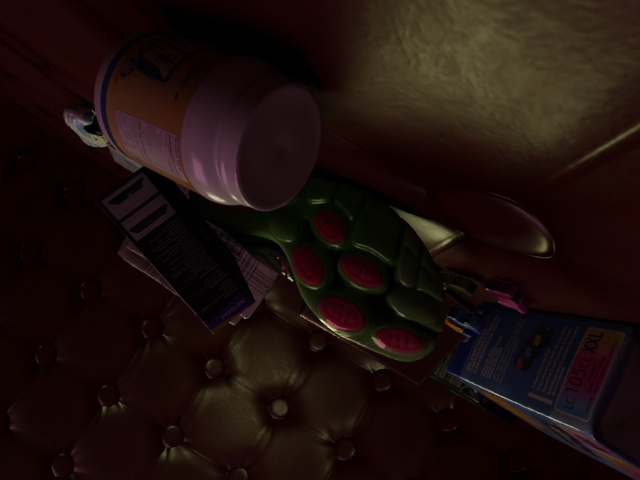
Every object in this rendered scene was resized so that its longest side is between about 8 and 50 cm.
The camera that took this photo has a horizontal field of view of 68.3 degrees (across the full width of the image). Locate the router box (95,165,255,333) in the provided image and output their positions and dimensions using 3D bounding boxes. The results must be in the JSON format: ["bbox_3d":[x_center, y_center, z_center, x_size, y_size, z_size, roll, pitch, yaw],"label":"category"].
[{"bbox_3d":[-0.230,-0.010,0.775,0.243,0.081,0.309,54,174,-18],"label":"router box"}]

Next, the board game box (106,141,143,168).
[{"bbox_3d":[-0.489,-0.204,1.464,0.318,0.066,0.318,34,170,-18],"label":"board game box"}]

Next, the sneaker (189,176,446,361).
[{"bbox_3d":[0.000,0.000,0.739,0.483,0.185,0.202,38,180,32],"label":"sneaker"}]

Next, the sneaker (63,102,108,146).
[{"bbox_3d":[-0.632,-0.311,1.327,0.086,0.085,0.237,24,174,-1],"label":"sneaker"}]

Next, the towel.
[{"bbox_3d":[-0.223,-0.003,0.972,0.312,0.324,0.056,33,-161,-9],"label":"towel"}]

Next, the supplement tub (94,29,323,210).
[{"bbox_3d":[-0.112,-0.122,0.479,0.199,0.144,0.144,26,169,28],"label":"supplement tub"}]

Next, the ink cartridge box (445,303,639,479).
[{"bbox_3d":[0.393,0.235,0.744,0.270,0.151,0.395,33,172,-10],"label":"ink cartridge box"}]

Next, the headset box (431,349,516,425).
[{"bbox_3d":[0.540,0.503,1.690,0.246,0.131,0.283,38,169,-33],"label":"headset box"}]

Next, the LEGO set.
[{"bbox_3d":[0.232,0.108,0.763,0.093,0.087,0.227,36,171,-24],"label":"LEGO set"}]

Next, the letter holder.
[{"bbox_3d":[0.144,0.119,0.993,0.302,0.214,0.152,32,-158,-8],"label":"letter holder"}]
